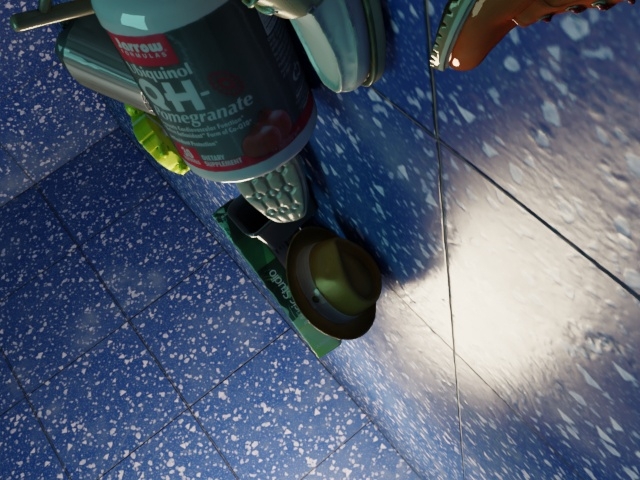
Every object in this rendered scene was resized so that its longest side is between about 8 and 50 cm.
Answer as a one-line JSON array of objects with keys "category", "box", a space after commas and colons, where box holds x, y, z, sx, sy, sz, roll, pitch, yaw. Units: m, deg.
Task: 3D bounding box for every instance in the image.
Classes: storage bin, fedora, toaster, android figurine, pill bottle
[{"category": "storage bin", "box": [-0.076, -0.055, 1.204, 0.098, 0.135, 0.091, 44, 175, 35]}, {"category": "fedora", "box": [0.036, 0.056, 1.119, 0.079, 0.194, 0.194, -31, 97, 41]}, {"category": "toaster", "box": [-0.263, -0.260, 0.997, 0.146, 0.129, 0.227, 24, 175, -2]}, {"category": "android figurine", "box": [-0.367, -0.260, 1.679, 0.248, 0.056, 0.273, 40, -162, -44]}, {"category": "pill bottle", "box": [-0.128, -0.226, 0.757, 0.176, 0.176, 0.318, 43, 165, 40]}]

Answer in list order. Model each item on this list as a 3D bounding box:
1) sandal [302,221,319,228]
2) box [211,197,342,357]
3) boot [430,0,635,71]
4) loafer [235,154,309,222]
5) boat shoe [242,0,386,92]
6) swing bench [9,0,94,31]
[{"category": "sandal", "box": [0.000, 0.000, 1.302, 0.067, 0.040, 0.179, 63, 180, -22]}, {"category": "box", "box": [-0.056, 0.049, 1.364, 0.322, 0.058, 0.232, 52, -164, 0]}, {"category": "boot", "box": [0.110, -0.122, 0.335, 0.084, 0.059, 0.158, 26, 150, -7]}, {"category": "loafer", "box": [-0.095, -0.162, 1.040, 0.111, 0.112, 0.319, -83, -24, -48]}, {"category": "boat shoe", "box": [-0.036, -0.232, 0.563, 0.113, 0.103, 0.302, 41, 164, 45]}, {"category": "swing bench", "box": [-0.278, -0.376, 0.844, 0.253, 0.254, 0.165, 46, 128, 26]}]
